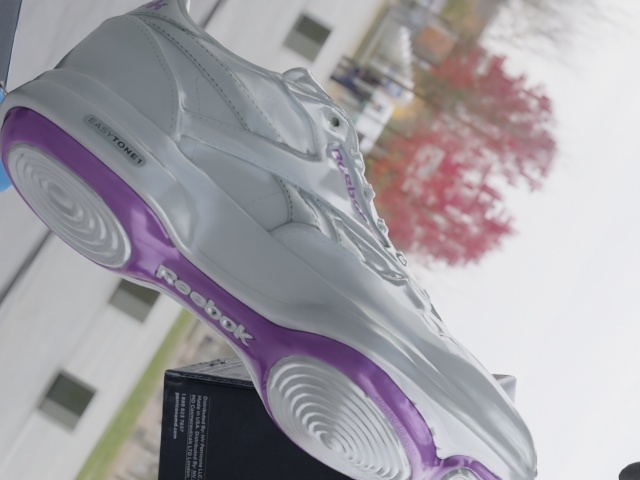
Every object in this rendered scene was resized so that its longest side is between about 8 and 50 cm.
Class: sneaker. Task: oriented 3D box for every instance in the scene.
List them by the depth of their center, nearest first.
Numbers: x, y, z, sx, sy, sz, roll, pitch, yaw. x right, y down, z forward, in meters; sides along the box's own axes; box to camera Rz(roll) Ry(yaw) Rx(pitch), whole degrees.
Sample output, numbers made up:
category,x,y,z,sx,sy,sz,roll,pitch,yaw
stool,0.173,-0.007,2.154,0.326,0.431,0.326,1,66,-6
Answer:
category,x,y,z,sx,sy,sz,roll,pitch,yaw
sneaker,0.000,0.000,0.740,0.152,0.305,0.114,-51,-174,-34

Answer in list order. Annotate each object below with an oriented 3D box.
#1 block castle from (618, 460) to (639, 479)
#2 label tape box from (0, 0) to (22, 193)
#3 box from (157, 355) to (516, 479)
category,x,y,z,sx,sy,sz,roll,pitch,yaw
block castle,0.278,0.292,1.003,0.303,0.212,0.453,73,25,-57
label tape box,-0.344,-0.179,1.182,0.240,0.333,0.106,-19,-146,49
box,0.024,0.224,1.623,0.296,0.294,0.183,-2,96,-68
